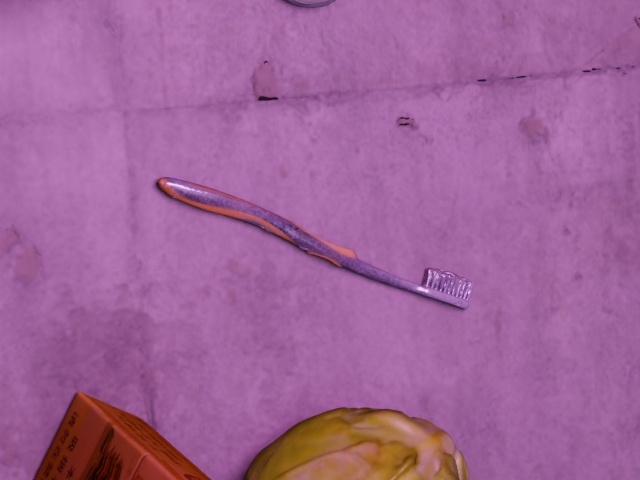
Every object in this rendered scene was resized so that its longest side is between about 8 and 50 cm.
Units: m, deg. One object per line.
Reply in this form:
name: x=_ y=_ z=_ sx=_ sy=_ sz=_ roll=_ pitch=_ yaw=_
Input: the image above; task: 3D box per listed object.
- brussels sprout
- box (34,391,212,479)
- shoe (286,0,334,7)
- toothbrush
brussels sprout: x=0.029 y=0.245 z=1.691 sx=0.223 sy=0.223 sz=0.161 roll=-45 pitch=125 yaw=-7
box: x=-0.168 y=0.245 z=1.580 sx=0.076 sy=0.274 sz=0.174 roll=25 pitch=90 yaw=-26
shoe: x=0.018 y=-0.319 z=1.644 sx=0.103 sy=0.100 sz=0.251 roll=10 pitch=98 yaw=-20
toothbrush: x=-0.001 y=0.003 z=1.733 sx=0.321 sy=0.023 sz=0.031 roll=19 pitch=86 yaw=-22
